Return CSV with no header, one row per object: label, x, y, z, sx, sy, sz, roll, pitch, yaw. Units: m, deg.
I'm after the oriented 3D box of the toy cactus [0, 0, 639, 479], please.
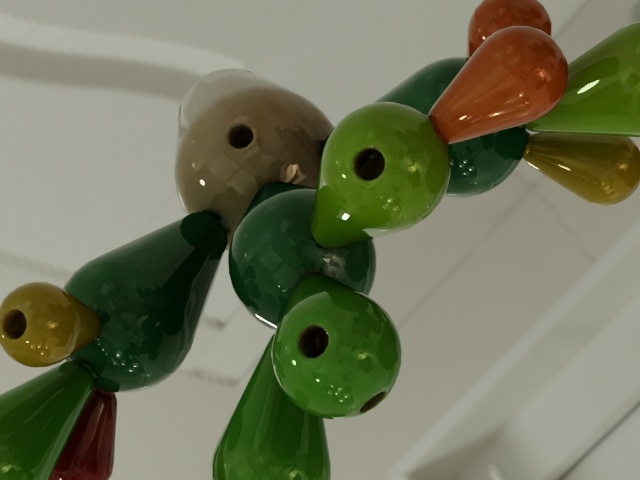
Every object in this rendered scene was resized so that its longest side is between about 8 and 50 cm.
toy cactus,0.000,0.000,0.415,0.112,0.219,0.180,48,-175,-26
